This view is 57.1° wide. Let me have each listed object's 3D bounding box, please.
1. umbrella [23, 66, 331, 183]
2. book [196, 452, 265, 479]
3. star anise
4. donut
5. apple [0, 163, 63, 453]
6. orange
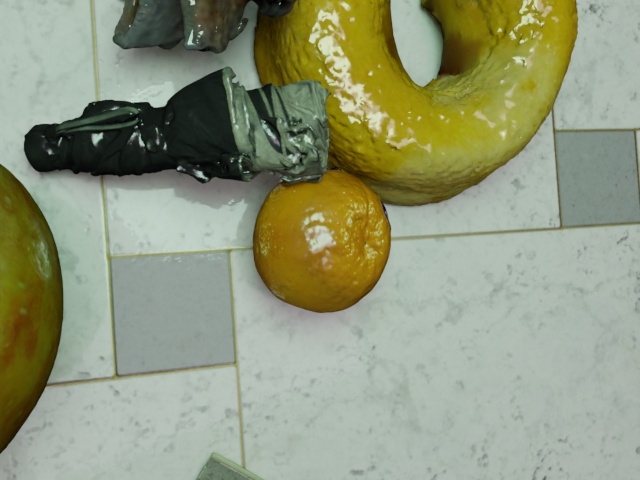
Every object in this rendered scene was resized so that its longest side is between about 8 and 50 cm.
[{"bbox_3d":[-0.164,-0.113,0.643,0.358,0.106,0.112,-2,85,10],"label":"umbrella"},{"bbox_3d":[-0.131,0.386,0.737,0.139,0.016,0.198,33,80,-11],"label":"book"},{"bbox_3d":[-0.109,-0.331,0.659,0.331,0.332,0.117,-59,141,-10],"label":"star anise"},{"bbox_3d":[0.150,-0.242,0.759,0.436,0.163,0.377,-20,94,-14],"label":"donut"},{"bbox_3d":[-0.419,0.070,0.474,0.401,0.400,0.333,-4,68,-15],"label":"apple"},{"bbox_3d":[0.001,-0.001,0.711,0.155,0.178,0.177,0,90,30],"label":"orange"}]
